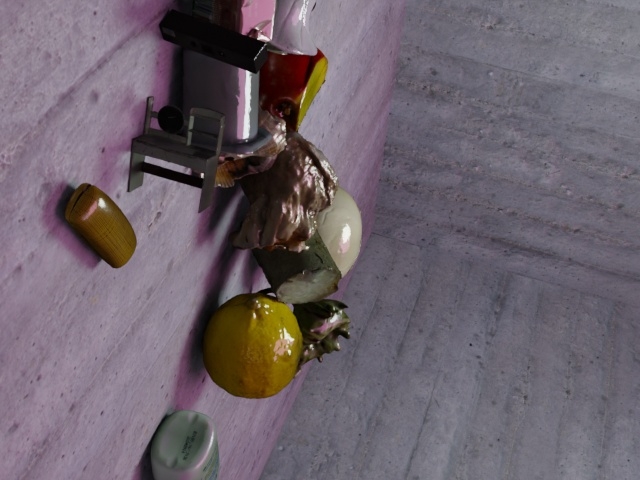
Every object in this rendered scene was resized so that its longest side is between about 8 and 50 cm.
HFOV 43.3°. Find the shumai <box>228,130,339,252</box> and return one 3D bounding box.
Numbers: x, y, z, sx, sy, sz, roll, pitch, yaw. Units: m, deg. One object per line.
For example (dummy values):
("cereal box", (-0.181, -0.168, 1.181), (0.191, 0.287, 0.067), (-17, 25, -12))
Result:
("shumai", (-0.116, -0.097, 1.932), (0.262, 0.267, 0.314), (-61, 176, -27))

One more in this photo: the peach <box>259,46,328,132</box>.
("peach", (-0.072, -0.407, 1.958), (0.154, 0.159, 0.267), (109, 6, -55))

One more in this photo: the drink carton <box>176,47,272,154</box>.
("drink carton", (-0.195, -0.283, 1.560), (0.191, 0.185, 0.189), (-48, 140, -63))

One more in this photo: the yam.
("yam", (-0.085, 0.020, 2.141), (0.195, 0.195, 0.300), (90, -24, -55))

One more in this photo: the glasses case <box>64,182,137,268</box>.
("glasses case", (-0.361, -0.022, 1.349), (0.079, 0.064, 0.234), (-63, 167, -18))

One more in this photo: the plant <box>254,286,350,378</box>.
("plant", (-0.074, 0.201, 2.326), (0.251, 0.333, 0.180), (-46, 154, 11))

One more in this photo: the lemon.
("lemon", (-0.176, 0.273, 2.133), (0.268, 0.268, 0.321), (-55, 165, -58))

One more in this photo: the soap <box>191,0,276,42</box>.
("soap", (-0.152, -0.494, 1.431), (0.098, 0.218, 0.273), (-16, 124, -43))

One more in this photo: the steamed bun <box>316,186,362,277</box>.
("steamed bun", (0.000, 0.000, 2.403), (0.333, 0.233, 0.312), (-63, -154, 28))

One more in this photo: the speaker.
("speaker", (-0.186, -0.346, 1.403), (0.046, 0.191, 0.040), (-60, 164, -26))

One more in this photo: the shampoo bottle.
("shampoo bottle", (-0.341, 0.597, 2.088), (0.349, 0.151, 0.222), (92, 12, -48))

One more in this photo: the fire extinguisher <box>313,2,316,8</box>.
("fire extinguisher", (-0.066, -0.577, 2.017), (0.099, 0.071, 0.231), (-48, -173, 35))

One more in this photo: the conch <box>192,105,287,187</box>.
("conch", (-0.180, -0.200, 1.771), (0.245, 0.163, 0.178), (-33, 131, -26))

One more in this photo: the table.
("table", (-0.258, -0.155, 1.444), (0.062, 0.146, 0.175), (-48, 152, -65))

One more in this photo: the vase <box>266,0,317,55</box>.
("vase", (-0.047, -0.609, 1.659), (0.250, 0.250, 0.445), (-48, 156, -66))
